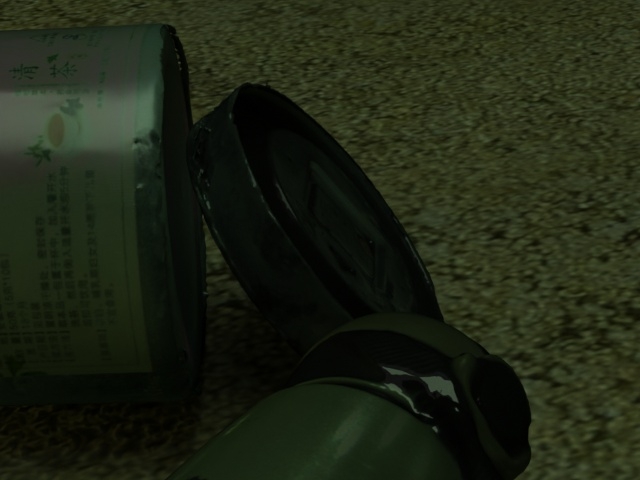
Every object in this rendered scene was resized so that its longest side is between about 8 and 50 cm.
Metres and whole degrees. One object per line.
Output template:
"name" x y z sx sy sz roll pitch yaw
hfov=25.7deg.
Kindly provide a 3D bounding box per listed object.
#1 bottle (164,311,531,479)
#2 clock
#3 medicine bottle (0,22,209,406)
"bottle" -0.006 0.157 0.690 0.168 0.168 0.347 13 31 21
"clock" 0.000 0.000 0.916 0.049 0.226 0.226 -35 25 19
"medicine bottle" -0.226 -0.010 0.894 0.290 0.245 0.245 -4 32 1
